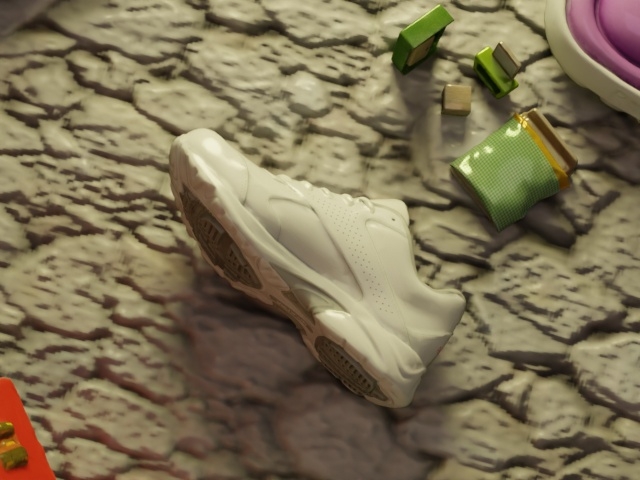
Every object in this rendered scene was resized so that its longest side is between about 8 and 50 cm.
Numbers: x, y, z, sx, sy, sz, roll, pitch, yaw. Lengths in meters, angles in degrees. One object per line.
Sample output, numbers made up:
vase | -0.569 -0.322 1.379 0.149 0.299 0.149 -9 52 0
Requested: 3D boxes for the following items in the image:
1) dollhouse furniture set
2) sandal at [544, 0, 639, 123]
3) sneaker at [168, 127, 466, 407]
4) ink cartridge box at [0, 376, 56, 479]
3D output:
dollhouse furniture set | 0.114 -0.089 1.251 0.076 0.058 0.151 -36 83 -13
sandal | 0.359 -0.103 1.262 0.416 0.102 0.169 16 75 -3
sneaker | 0.000 0.000 1.210 0.232 0.090 0.115 45 69 -4
ink cartridge box | -0.126 0.237 1.011 0.091 0.308 0.385 -29 81 13
